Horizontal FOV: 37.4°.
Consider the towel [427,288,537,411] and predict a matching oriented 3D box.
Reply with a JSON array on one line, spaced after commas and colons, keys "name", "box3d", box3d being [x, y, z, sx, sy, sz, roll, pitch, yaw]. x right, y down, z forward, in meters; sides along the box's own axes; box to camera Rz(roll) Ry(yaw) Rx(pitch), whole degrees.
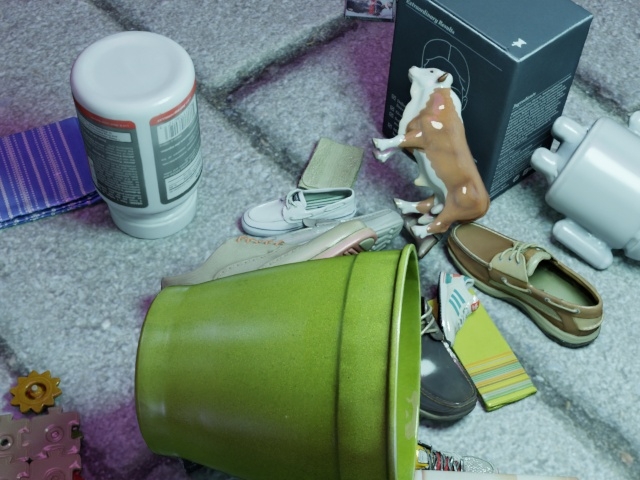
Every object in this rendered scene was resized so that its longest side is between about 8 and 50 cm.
[{"name": "towel", "box3d": [0.281, 0.189, 1.671, 0.102, 0.021, 0.237, -13, 52, -20]}]

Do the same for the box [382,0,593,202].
[{"name": "box", "box3d": [0.305, -0.314, 1.835, 0.212, 0.395, 0.293, -33, 60, -25]}]

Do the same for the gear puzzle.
[{"name": "gear puzzle", "box3d": [-0.460, 0.351, 1.492, 0.175, 0.044, 0.339, -8, 49, -7]}]

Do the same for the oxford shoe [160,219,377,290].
[{"name": "oxford shoe", "box3d": [-0.099, 0.041, 1.602, 0.397, 0.140, 0.146, -25, 72, 6]}]

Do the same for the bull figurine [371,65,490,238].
[{"name": "bull figurine", "box3d": [0.201, -0.160, 1.727, 0.188, 0.101, 0.310, -26, 100, -4]}]

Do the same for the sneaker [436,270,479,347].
[{"name": "sneaker", "box3d": [0.245, 0.121, 1.673, 0.075, 0.057, 0.161, 3, 45, 2]}]

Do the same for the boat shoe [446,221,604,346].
[{"name": "boat shoe", "box3d": [0.380, 0.054, 1.717, 0.324, 0.120, 0.122, 35, 58, 23]}]

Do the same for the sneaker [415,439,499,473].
[{"name": "sneaker", "box3d": [0.168, 0.363, 1.476, 0.225, 0.092, 0.088, 3, 51, -1]}]

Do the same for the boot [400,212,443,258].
[{"name": "boot", "box3d": [0.183, -0.017, 1.800, 0.087, 0.042, 0.118, 41, 31, 8]}]

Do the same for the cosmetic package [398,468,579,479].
[{"name": "cosmetic package", "box3d": [0.227, 0.429, 1.391, 0.296, 0.153, 0.129, 3, 49, -2]}]

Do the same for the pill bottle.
[{"name": "pill bottle", "box3d": [-0.322, -0.178, 1.713, 0.210, 0.363, 0.210, 2, 52, -2]}]

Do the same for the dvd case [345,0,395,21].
[{"name": "dvd case", "box3d": [0.120, -0.559, 2.266, 0.119, 0.013, 0.087, 6, 51, 1]}]

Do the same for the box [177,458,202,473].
[{"name": "box", "box3d": [-0.145, 0.229, 1.517, 0.247, 0.142, 0.163, -26, 64, -18]}]

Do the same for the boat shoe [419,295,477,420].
[{"name": "boat shoe", "box3d": [0.129, 0.156, 1.606, 0.132, 0.130, 0.355, -27, 57, -33]}]

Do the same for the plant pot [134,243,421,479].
[{"name": "plant pot", "box3d": [-0.052, 0.186, 1.294, 0.353, 0.366, 0.366, 1, 51, 10]}]

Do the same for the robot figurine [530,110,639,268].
[{"name": "robot figurine", "box3d": [0.569, -0.097, 1.778, 0.353, 0.200, 0.300, 35, 101, 9]}]

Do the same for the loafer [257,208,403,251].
[{"name": "loafer", "box3d": [0.000, 0.000, 1.748, 0.319, 0.112, 0.111, -19, 63, -17]}]

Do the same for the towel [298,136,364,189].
[{"name": "towel", "box3d": [0.026, -0.147, 1.922, 0.110, 0.027, 0.148, 16, 52, 9]}]

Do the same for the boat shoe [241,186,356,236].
[{"name": "boat shoe", "box3d": [-0.042, -0.068, 1.823, 0.226, 0.076, 0.083, -11, 52, -12]}]

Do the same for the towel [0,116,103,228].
[{"name": "towel", "box3d": [-0.609, -0.128, 1.867, 0.336, 0.040, 0.243, -18, 54, -16]}]
